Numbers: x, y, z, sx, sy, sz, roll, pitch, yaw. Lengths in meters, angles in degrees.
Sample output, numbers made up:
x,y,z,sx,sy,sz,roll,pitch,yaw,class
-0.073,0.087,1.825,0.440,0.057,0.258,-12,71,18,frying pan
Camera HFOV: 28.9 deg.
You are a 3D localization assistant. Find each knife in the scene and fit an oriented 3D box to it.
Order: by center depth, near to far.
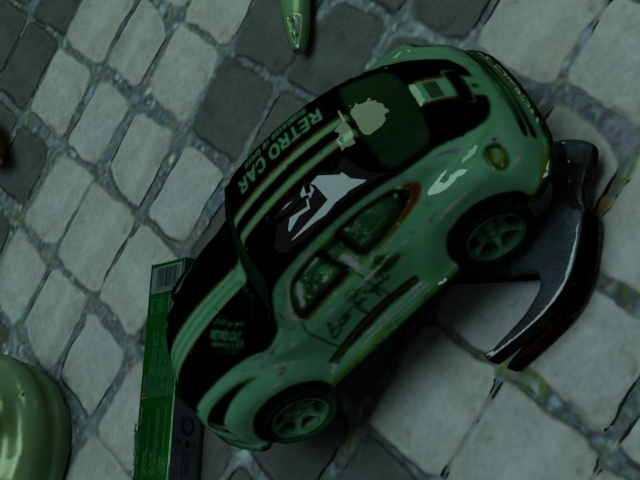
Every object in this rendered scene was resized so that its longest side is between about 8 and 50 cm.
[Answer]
x,y,z,sx,sy,sz,roll,pitch,yaw,class
-0.023,-0.279,1.035,0.043,0.020,0.293,-28,56,36,knife

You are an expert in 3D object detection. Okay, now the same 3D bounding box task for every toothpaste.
x,y,z,sx,sy,sz,roll,pitch,yaw,class
-0.114,0.102,0.961,0.043,0.037,0.178,-13,66,37,toothpaste

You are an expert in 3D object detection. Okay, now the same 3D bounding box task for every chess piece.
x,y,z,sx,sy,sz,roll,pitch,yaw,class
-0.365,0.154,0.997,0.176,0.298,0.175,-16,64,36,chess piece

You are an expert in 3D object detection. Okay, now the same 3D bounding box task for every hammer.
x,y,z,sx,sy,sz,roll,pitch,yaw,class
0.053,0.022,0.831,0.290,0.037,0.137,-9,67,41,hammer

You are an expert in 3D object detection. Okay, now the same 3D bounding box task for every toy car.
x,y,z,sx,sy,sz,roll,pitch,yaw,class
0.000,0.000,0.774,0.306,0.125,0.136,-43,47,19,toy car

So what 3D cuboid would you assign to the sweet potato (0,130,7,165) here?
x,y,z,sx,sy,sz,roll,pitch,yaw,class
-0.336,-0.099,1.256,0.034,0.034,0.095,-50,37,17,sweet potato
